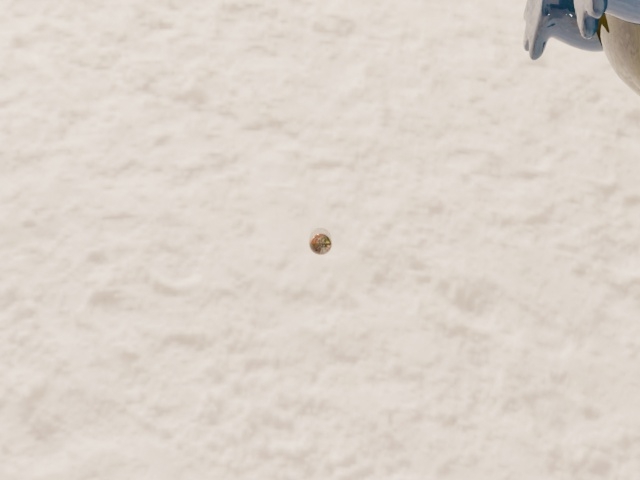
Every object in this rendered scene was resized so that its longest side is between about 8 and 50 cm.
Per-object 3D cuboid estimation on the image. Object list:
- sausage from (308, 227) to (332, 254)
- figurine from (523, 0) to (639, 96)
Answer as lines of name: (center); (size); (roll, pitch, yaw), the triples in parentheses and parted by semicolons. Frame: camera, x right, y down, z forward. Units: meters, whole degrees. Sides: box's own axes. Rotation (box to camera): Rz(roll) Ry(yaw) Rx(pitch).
sausage: (0.000, 0.000, 0.757); (0.015, 0.015, 0.100); (4, 3, 0)
figurine: (0.277, -0.150, 0.814); (0.243, 0.298, 0.416); (-36, 91, -7)
